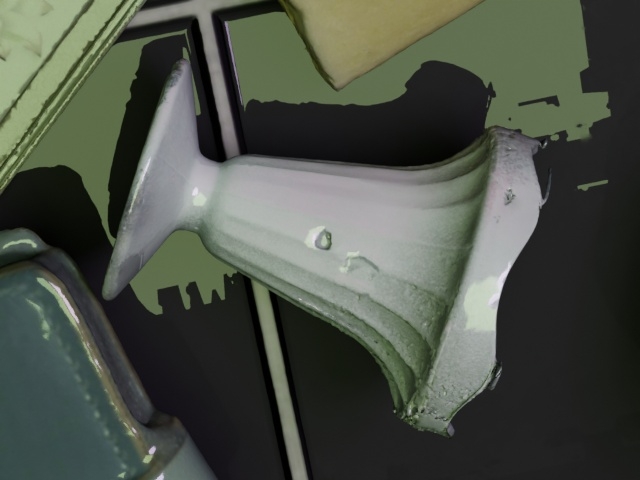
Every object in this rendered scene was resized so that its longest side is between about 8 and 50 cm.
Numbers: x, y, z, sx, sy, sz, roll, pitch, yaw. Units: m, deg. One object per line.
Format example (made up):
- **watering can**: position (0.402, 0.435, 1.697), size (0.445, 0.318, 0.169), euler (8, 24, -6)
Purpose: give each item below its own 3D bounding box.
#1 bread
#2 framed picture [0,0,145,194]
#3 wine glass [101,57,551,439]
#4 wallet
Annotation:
- **bread**: position (0.048, -0.173, 0.853), size (0.178, 0.060, 0.139), euler (-33, 114, 3)
- **framed picture**: position (-0.224, -0.134, 0.868), size (0.231, 0.010, 0.173), euler (35, 99, -12)
- **wine glass**: position (0.000, 0.000, 0.852), size (0.196, 0.165, 0.165), euler (15, 103, -5)
- **wallet**: position (-0.155, 0.179, 0.900), size (0.252, 0.083, 0.360), euler (-20, 108, 21)
